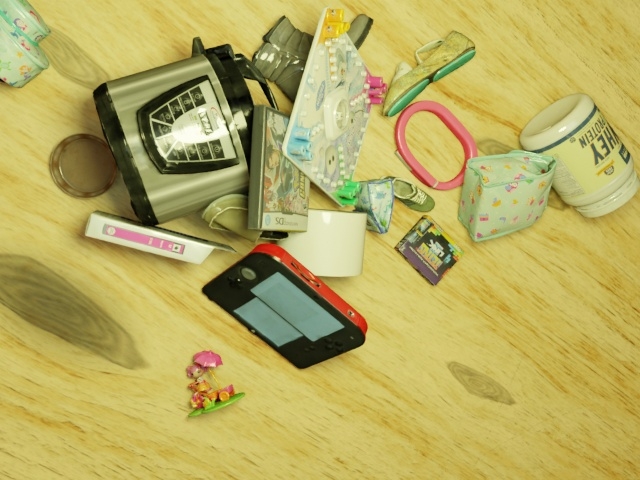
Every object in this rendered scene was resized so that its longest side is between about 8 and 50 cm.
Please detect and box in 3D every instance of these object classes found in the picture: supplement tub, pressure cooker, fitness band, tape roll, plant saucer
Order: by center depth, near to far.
[{"bbox_3d":[-0.301,-0.266,1.541,0.421,0.369,0.375,-20,55,-13],"label":"pressure cooker"},{"bbox_3d":[-0.608,-0.193,1.623,0.169,0.029,0.168,-1,102,-5],"label":"plant saucer"},{"bbox_3d":[0.000,0.000,1.707,0.246,0.246,0.169,3,94,-15],"label":"tape roll"},{"bbox_3d":[0.343,-0.282,1.872,0.291,0.054,0.209,44,83,-16],"label":"fitness band"},{"bbox_3d":[0.787,-0.253,1.901,0.235,0.235,0.325,-44,104,-7],"label":"supplement tub"}]

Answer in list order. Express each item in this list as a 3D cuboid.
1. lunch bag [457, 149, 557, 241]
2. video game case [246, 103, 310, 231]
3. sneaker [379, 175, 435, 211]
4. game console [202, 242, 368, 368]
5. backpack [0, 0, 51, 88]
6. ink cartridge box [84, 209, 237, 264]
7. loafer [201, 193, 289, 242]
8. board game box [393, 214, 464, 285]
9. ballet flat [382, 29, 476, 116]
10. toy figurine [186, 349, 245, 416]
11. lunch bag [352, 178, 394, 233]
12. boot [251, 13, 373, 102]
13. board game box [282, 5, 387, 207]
[{"bbox_3d":[0.558,-0.139,1.853,0.262,0.160,0.223,-12,132,-11],"label":"lunch bag"},{"bbox_3d":[-0.089,-0.158,1.475,0.035,0.248,0.274,4,91,25],"label":"video game case"},{"bbox_3d":[0.265,-0.134,1.847,0.192,0.086,0.064,26,88,-16],"label":"sneaker"},{"bbox_3d":[-0.096,0.190,1.677,0.386,0.342,0.060,42,44,-15],"label":"game console"},{"bbox_3d":[-0.750,-0.490,1.470,0.191,0.225,0.253,-34,107,-5],"label":"backpack"},{"bbox_3d":[-0.410,-0.001,1.630,0.371,0.176,0.069,14,92,-16],"label":"ink cartridge box"},{"bbox_3d":[-0.166,-0.048,1.519,0.251,0.087,0.094,3,139,-40],"label":"loafer"},{"bbox_3d":[0.330,0.030,1.901,0.170,0.048,0.141,44,82,-15],"label":"board game box"},{"bbox_3d":[0.291,-0.490,1.818,0.349,0.123,0.123,-37,103,-8],"label":"ballet flat"},{"bbox_3d":[-0.316,0.387,1.745,0.173,0.130,0.159,-23,87,12],"label":"toy figurine"},{"bbox_3d":[0.151,-0.097,1.798,0.096,0.129,0.151,-11,100,-16],"label":"lunch bag"},{"bbox_3d":[-0.024,-0.545,1.721,0.223,0.118,0.338,40,80,-10],"label":"boot"},{"bbox_3d":[0.055,-0.324,1.619,0.050,0.390,0.389,9,77,26],"label":"board game box"}]
